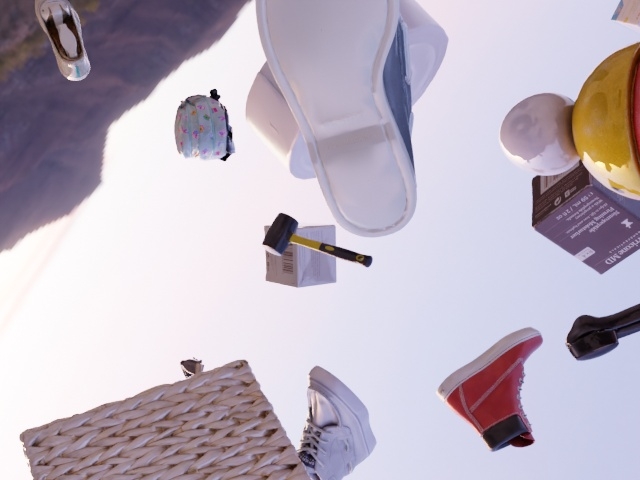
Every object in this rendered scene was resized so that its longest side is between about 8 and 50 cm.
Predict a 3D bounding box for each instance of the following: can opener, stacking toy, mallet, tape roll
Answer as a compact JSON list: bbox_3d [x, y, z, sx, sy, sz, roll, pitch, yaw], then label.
[{"bbox_3d":[0.459,0.129,1.407,0.186,0.059,0.073,-22,-124,1],"label":"can opener"},{"bbox_3d":[0.456,-0.155,1.202,0.479,0.350,0.351,-3,-131,41],"label":"stacking toy"},{"bbox_3d":[0.000,0.000,1.370,0.189,0.039,0.062,9,-112,33],"label":"mallet"},{"bbox_3d":[0.036,-0.214,1.261,0.286,0.100,0.286,-37,165,-12],"label":"tape roll"}]

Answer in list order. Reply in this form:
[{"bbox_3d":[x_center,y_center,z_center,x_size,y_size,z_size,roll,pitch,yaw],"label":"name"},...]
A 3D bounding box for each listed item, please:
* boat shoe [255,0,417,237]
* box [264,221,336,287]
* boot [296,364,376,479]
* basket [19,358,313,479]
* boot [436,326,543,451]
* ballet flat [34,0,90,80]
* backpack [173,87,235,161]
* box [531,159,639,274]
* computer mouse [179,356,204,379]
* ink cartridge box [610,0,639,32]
[{"bbox_3d":[0.021,-0.158,0.801,0.116,0.319,0.099,-8,-149,11],"label":"boat shoe"},{"bbox_3d":[-0.034,0.022,1.573,0.102,0.087,0.101,8,-78,53],"label":"box"},{"bbox_3d":[0.009,0.301,1.422,0.095,0.258,0.123,27,-115,35],"label":"boot"},{"bbox_3d":[-0.186,0.369,1.212,0.328,0.331,0.266,98,-30,-52],"label":"basket"},{"bbox_3d":[0.350,0.271,1.663,0.244,0.176,0.088,-31,153,-28],"label":"boot"},{"bbox_3d":[-0.373,-0.310,1.349,0.057,0.168,0.052,-21,160,-17],"label":"ballet flat"},{"bbox_3d":[-0.236,-0.219,1.869,0.115,0.152,0.182,-11,-165,-13],"label":"backpack"},{"bbox_3d":[0.572,-0.073,1.945,0.168,0.203,0.167,-44,-157,39],"label":"box"},{"bbox_3d":[-0.147,0.278,1.548,0.060,0.184,0.262,-31,-158,-20],"label":"computer mouse"},{"bbox_3d":[0.619,-0.424,1.712,0.143,0.090,0.092,-107,-140,-70],"label":"ink cartridge box"}]
